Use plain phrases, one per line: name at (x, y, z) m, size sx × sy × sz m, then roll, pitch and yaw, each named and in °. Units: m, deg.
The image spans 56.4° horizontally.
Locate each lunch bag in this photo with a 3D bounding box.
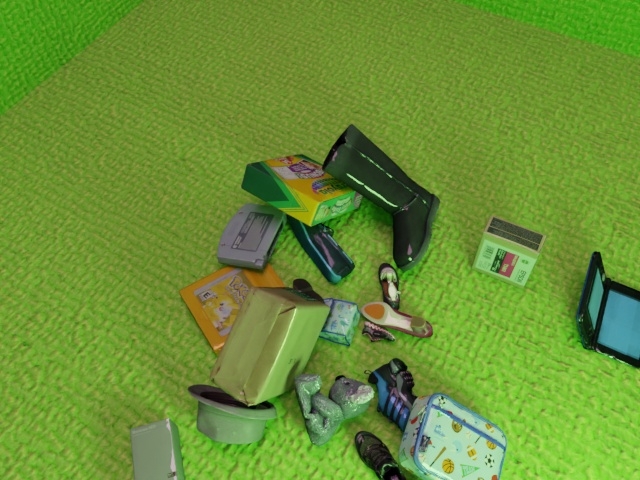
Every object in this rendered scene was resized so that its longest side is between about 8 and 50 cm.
lunch bag at (0.372, 0.572, 1.672) m, size 0.303 × 0.115 × 0.243 m, roll 33°, pitch 61°, yaw -12°
lunch bag at (0.042, 0.264, 1.981) m, size 0.151 × 0.096 × 0.129 m, roll 10°, pitch 58°, yaw 25°

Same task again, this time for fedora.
fedora at (-0.269, 0.522, 1.760) m, size 0.275 × 0.244 × 0.124 m, roll 13°, pitch 85°, yaw 0°

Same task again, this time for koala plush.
koala plush at (0.052, 0.485, 1.777) m, size 0.221 × 0.196 × 0.203 m, roll -15°, pitch 68°, yaw -9°

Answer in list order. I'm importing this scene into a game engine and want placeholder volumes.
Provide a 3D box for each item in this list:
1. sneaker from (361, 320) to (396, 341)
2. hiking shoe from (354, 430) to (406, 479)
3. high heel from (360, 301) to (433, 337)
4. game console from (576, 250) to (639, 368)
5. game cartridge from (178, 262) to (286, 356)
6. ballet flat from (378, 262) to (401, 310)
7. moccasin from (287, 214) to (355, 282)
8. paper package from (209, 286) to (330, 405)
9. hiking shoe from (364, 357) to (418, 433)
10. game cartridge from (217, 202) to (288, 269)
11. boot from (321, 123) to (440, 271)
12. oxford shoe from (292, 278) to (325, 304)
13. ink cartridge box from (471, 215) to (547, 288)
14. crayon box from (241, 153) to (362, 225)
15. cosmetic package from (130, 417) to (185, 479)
sneaker at (0.190, 0.314, 1.973) m, size 0.119 × 0.047 × 0.057 m, roll 23°, pitch 80°, yaw 19°
hiking shoe at (0.180, 0.630, 1.704) m, size 0.086 × 0.114 × 0.227 m, roll -32°, pitch 60°, yaw -19°
high heel at (0.256, 0.270, 1.994) m, size 0.244 × 0.117 × 0.082 m, roll 6°, pitch 63°, yaw 28°
game console at (0.961, 0.219, 1.935) m, size 0.173 × 0.250 × 0.293 m, roll 3°, pitch 50°, yaw 37°
game cartridge at (-0.282, 0.204, 2.054) m, size 0.323 × 0.053 × 0.285 m, roll -30°, pitch 59°, yaw -17°
ballet flat at (0.241, 0.150, 2.062) m, size 0.074 × 0.074 × 0.203 m, roll -4°, pitch 55°, yaw -1°
moccasin at (0.000, 0.000, 2.156) m, size 0.116 × 0.138 × 0.342 m, roll -26°, pitch 72°, yaw -20°
paper package at (-0.138, 0.297, 1.767) m, size 0.168 × 0.325 × 0.310 m, roll 25°, pitch 92°, yaw 19°
hiking shoe at (0.243, 0.516, 1.808) m, size 0.132 × 0.113 × 0.304 m, roll -29°, pitch 61°, yaw 19°
game cartridge at (-0.252, -0.019, 2.172) m, size 0.198 × 0.062 × 0.297 m, roll 5°, pitch 45°, yaw 18°
boot at (0.196, -0.149, 2.087) m, size 0.445 × 0.146 × 0.367 m, roll 39°, pitch 47°, yaw -18°
oxford shoe at (-0.037, 0.216, 2.001) m, size 0.076 × 0.076 × 0.212 m, roll -6°, pitch 33°, yaw -21°
ink cartridge box at (0.632, 0.043, 2.023) m, size 0.193 × 0.235 × 0.088 m, roll 23°, pitch 59°, yaw 18°
crayon box at (-0.053, -0.195, 2.178) m, size 0.313 × 0.106 × 0.363 m, roll 28°, pitch 26°, yaw 22°
cosmetic package at (-0.466, 0.650, 1.721) m, size 0.127 × 0.107 × 0.238 m, roll -17°, pitch 59°, yaw -6°
